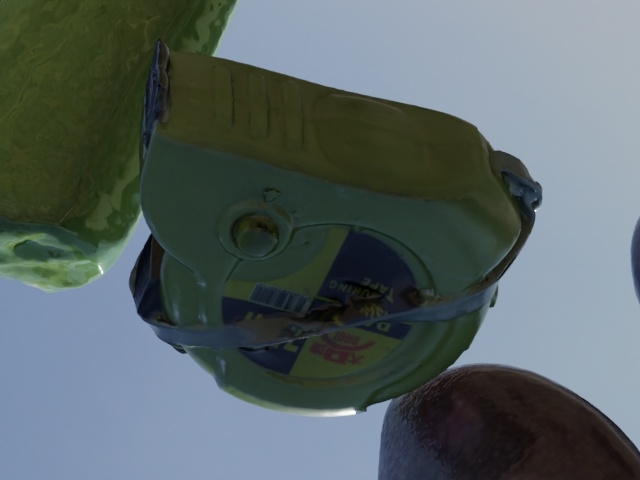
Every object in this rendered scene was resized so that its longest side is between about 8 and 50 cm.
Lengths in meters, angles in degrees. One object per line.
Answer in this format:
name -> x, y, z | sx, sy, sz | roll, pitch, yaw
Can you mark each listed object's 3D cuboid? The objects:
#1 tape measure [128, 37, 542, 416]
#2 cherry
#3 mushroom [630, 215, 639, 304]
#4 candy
tape measure -> 0.000, 0.000, 0.935 | 0.200, 0.175, 0.106 | 9, -142, -14
cherry -> 0.100, 0.149, 1.006 | 0.140, 0.176, 0.176 | -6, -155, -19
mushroom -> 0.390, 0.039, 1.680 | 0.253, 0.153, 0.253 | 6, -146, -4
candy -> -0.128, -0.134, 1.166 | 0.132, 0.343, 0.142 | 30, 157, -21
